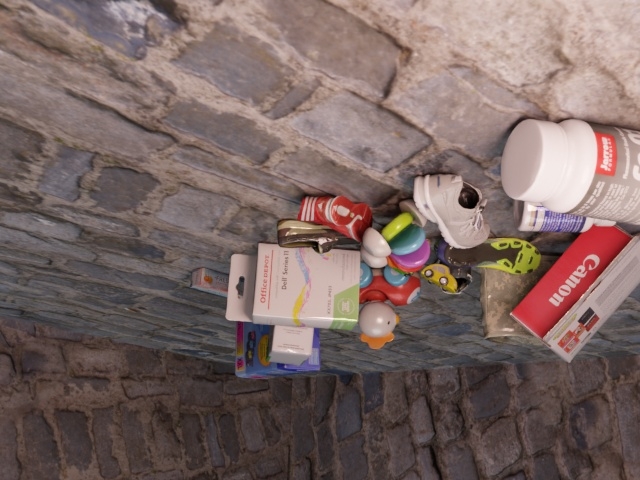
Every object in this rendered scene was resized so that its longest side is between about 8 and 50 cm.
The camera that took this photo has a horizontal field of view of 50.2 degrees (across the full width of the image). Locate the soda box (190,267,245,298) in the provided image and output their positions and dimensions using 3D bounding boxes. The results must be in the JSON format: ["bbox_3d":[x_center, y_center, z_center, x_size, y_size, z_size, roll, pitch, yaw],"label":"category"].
[{"bbox_3d":[-0.319,0.138,2.164,0.183,0.058,0.063,21,154,-41],"label":"soda box"}]

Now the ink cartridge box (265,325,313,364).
[{"bbox_3d":[-0.082,0.212,2.015,0.117,0.278,0.201,8,160,-7],"label":"ink cartridge box"}]

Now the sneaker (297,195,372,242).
[{"bbox_3d":[0.029,-0.060,1.560,0.128,0.086,0.221,12,168,29],"label":"sneaker"}]

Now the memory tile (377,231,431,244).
[{"bbox_3d":[0.207,-0.003,1.759,0.113,0.012,0.148,-13,155,38],"label":"memory tile"}]

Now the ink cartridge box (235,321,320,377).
[{"bbox_3d":[-0.134,0.319,2.337,0.151,0.269,0.396,10,160,-36],"label":"ink cartridge box"}]

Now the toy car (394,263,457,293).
[{"bbox_3d":[0.234,0.054,1.767,0.239,0.053,0.225,34,171,-7],"label":"toy car"}]

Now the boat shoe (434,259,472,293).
[{"bbox_3d":[0.368,0.105,1.923,0.115,0.091,0.302,-1,160,11],"label":"boat shoe"}]

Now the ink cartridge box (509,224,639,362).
[{"bbox_3d":[0.602,0.108,1.585,0.130,0.309,0.272,43,-174,35],"label":"ink cartridge box"}]

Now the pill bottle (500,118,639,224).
[{"bbox_3d":[0.470,-0.118,1.168,0.284,0.161,0.161,7,160,-14],"label":"pill bottle"}]

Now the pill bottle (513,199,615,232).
[{"bbox_3d":[0.492,-0.072,1.372,0.187,0.111,0.112,2,161,3],"label":"pill bottle"}]

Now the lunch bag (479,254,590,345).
[{"bbox_3d":[0.558,0.162,1.845,0.287,0.235,0.169,7,163,-12],"label":"lunch bag"}]

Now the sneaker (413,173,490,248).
[{"bbox_3d":[0.306,-0.058,1.448,0.115,0.105,0.281,-11,156,34],"label":"sneaker"}]

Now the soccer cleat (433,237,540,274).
[{"bbox_3d":[0.427,0.028,1.745,0.289,0.093,0.121,5,-169,-19],"label":"soccer cleat"}]

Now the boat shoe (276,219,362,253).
[{"bbox_3d":[0.000,0.000,1.699,0.224,0.073,0.080,7,160,-11],"label":"boat shoe"}]

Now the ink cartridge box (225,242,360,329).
[{"bbox_3d":[-0.076,0.125,1.865,0.354,0.207,0.119,4,162,-5],"label":"ink cartridge box"}]

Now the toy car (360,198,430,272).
[{"bbox_3d":[0.184,0.007,1.533,0.159,0.136,0.182,-38,165,-13],"label":"toy car"}]

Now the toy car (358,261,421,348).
[{"bbox_3d":[0.189,0.203,2.009,0.211,0.237,0.219,-4,160,18],"label":"toy car"}]
